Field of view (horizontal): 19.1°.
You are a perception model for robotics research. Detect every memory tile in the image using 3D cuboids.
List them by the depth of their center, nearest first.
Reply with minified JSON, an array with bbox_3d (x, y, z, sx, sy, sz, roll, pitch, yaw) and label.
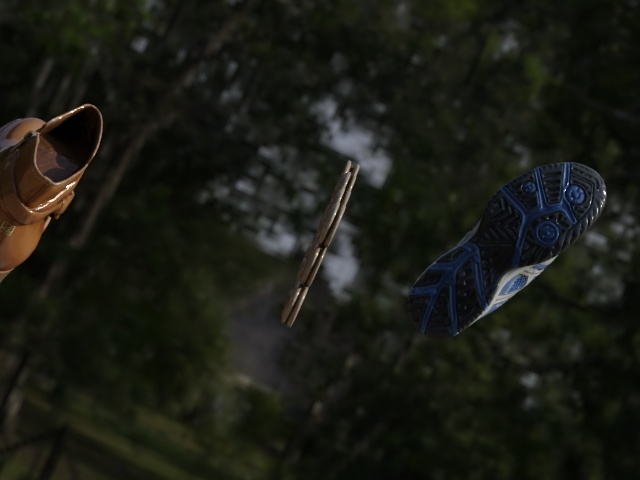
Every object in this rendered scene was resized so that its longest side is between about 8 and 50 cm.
[{"bbox_3d":[0.000,0.000,1.543,0.012,0.113,0.148,25,20,-1],"label":"memory tile"}]

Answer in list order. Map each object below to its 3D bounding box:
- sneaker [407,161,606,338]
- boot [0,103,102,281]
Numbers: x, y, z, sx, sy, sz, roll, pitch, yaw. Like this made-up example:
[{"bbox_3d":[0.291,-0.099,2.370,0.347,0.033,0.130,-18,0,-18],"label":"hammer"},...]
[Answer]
[{"bbox_3d":[0.161,0.006,1.676,0.080,0.211,0.081,53,-1,7],"label":"sneaker"},{"bbox_3d":[-0.204,-0.056,1.392,0.073,0.197,0.152,29,-49,-17],"label":"boot"}]
